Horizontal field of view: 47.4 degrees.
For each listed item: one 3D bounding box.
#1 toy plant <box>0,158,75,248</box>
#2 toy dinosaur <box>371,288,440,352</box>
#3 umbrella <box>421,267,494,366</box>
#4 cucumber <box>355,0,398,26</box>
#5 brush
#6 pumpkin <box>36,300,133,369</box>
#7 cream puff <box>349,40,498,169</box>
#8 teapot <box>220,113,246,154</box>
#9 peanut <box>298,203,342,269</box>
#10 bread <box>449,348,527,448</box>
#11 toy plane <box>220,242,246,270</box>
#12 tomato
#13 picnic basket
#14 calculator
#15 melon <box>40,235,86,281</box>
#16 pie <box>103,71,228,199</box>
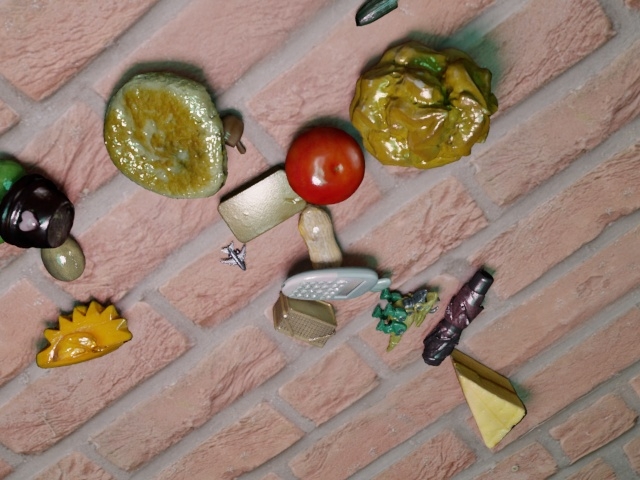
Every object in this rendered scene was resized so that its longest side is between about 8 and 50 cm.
[{"bbox_3d":[-0.700,-0.069,1.691,0.235,0.175,0.217,23,108,12],"label":"toy plant"},{"bbox_3d":[0.211,0.220,2.004,0.153,0.094,0.259,15,127,-21],"label":"toy dinosaur"},{"bbox_3d":[0.380,0.215,2.020,0.090,0.094,0.326,40,115,23],"label":"umbrella"},{"bbox_3d":[0.120,-0.514,1.624,0.105,0.048,0.048,-30,117,10],"label":"cucumber"},{"bbox_3d":[-0.145,-0.091,1.802,0.197,0.059,0.123,-30,115,6],"label":"brush"},{"bbox_3d":[-0.608,0.241,1.911,0.254,0.149,0.130,-19,79,0],"label":"pumpkin"},{"bbox_3d":[0.239,-0.285,1.647,0.325,0.257,0.290,7,113,-11],"label":"cream puff"},{"bbox_3d":[-0.212,-0.248,1.723,0.080,0.085,0.110,-58,142,-3],"label":"teapot"},{"bbox_3d":[0.000,0.000,1.856,0.087,0.087,0.206,-18,118,2],"label":"peanut"},{"bbox_3d":[0.435,0.452,2.113,0.264,0.167,0.163,31,110,-18],"label":"bread"},{"bbox_3d":[-0.217,0.045,1.881,0.079,0.031,0.083,-33,117,10],"label":"toy plane"},{"bbox_3d":[0.014,-0.175,1.722,0.195,0.136,0.195,-3,100,-18],"label":"tomato"},{"bbox_3d":[-0.043,0.204,1.940,0.164,0.115,0.079,24,112,-19],"label":"picnic basket"},{"bbox_3d":[0.043,0.112,1.887,0.296,0.042,0.184,1,156,-24],"label":"calculator"},{"bbox_3d":[-0.631,0.041,1.786,0.098,0.098,0.130,-16,122,1],"label":"melon"},{"bbox_3d":[-0.354,-0.232,1.672,0.324,0.070,0.323,6,122,10],"label":"pie"}]
